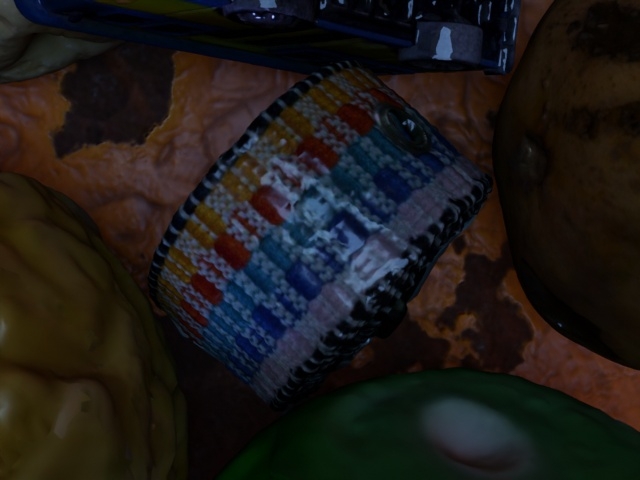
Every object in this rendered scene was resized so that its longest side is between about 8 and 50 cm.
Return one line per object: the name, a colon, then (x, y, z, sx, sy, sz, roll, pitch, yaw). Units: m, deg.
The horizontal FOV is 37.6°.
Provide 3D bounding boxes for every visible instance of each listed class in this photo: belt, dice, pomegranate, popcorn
belt: (0.000, 0.000, 0.611, 0.150, 0.257, 0.207, 44, 77, 7)
dice: (0.089, 0.268, 0.566, 0.287, 0.300, 0.297, -7, 123, -36)
pomegranate: (0.242, -0.053, 0.606, 0.281, 0.281, 0.281, 0, 95, -2)
popcorn: (-0.258, 0.103, 0.563, 0.354, 0.390, 0.344, 9, 77, 28)

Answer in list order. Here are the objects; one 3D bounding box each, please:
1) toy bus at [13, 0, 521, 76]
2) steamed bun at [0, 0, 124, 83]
toy bus: (-0.021, -0.183, 0.574, 0.287, 0.175, 0.138, 3, 95, -39)
steamed bun: (-0.233, -0.175, 0.646, 0.155, 0.172, 0.141, -25, 89, 18)
